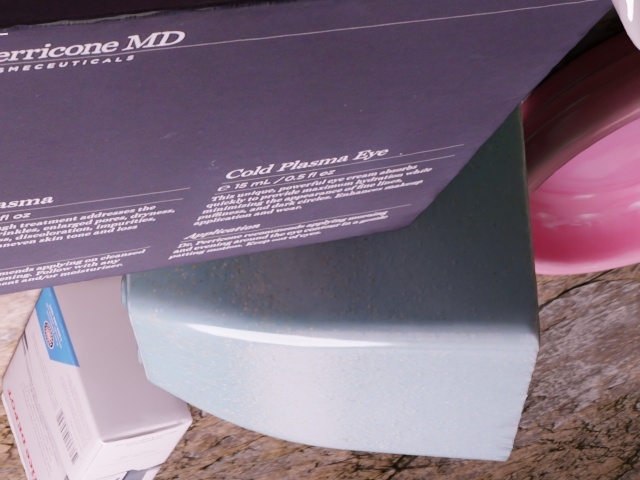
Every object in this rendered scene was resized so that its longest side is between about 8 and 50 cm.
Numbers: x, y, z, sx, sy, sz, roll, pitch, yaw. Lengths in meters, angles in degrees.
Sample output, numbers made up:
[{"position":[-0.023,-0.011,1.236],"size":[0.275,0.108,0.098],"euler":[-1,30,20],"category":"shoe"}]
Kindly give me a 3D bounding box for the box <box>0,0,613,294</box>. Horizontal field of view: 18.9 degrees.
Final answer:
[{"position":[-0.069,-0.121,0.961],"size":[0.343,0.179,0.312],"euler":[-9,161,-25],"category":"box"}]

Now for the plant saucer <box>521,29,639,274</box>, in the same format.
[{"position":[0.274,-0.085,1.484],"size":[0.332,0.084,0.332],"euler":[-17,157,-8],"category":"plant saucer"}]

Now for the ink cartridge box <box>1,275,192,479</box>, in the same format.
[{"position":[-0.181,0.126,1.512],"size":[0.082,0.139,0.190],"euler":[-11,157,-25],"category":"ink cartridge box"}]

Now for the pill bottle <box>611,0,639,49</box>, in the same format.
[{"position":[0.084,-0.255,0.504],"size":[0.229,0.407,0.229],"euler":[-17,157,-7],"category":"pill bottle"}]

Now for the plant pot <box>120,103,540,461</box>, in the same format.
[{"position":[0.000,0.000,1.262],"size":[0.252,0.247,0.247],"euler":[-2,157,-1],"category":"plant pot"}]
